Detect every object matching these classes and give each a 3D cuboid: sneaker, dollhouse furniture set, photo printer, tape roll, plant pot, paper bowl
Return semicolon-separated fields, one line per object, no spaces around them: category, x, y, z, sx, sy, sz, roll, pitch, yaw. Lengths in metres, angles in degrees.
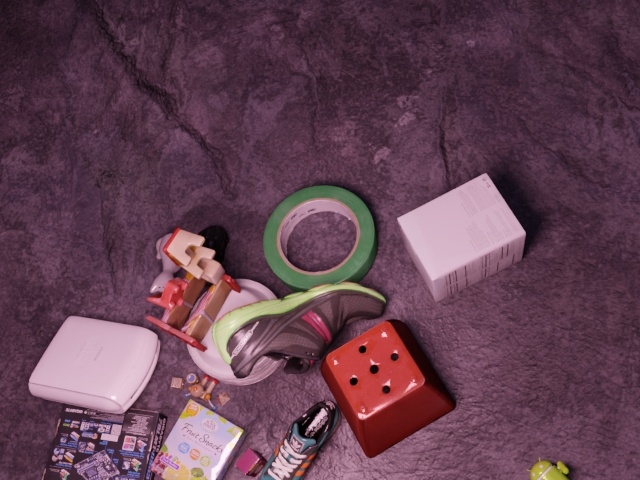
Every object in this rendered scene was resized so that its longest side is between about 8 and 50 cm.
sneaker;-0.044;0.234;1.842;0.482;0.185;0.202;-13;81;-26
dollhouse furniture set;-0.344;0.116;1.750;0.152;0.374;0.201;25;73;18
sneaker;-0.064;0.528;1.807;0.108;0.121;0.302;32;79;22
photo printer;-0.613;0.344;1.988;0.307;0.107;0.256;7;48;16
tape roll;0.000;0.000;2.040;0.321;0.077;0.321;-5;65;12
plant pot;0.150;0.346;1.772;0.267;0.236;0.267;-31;65;-1
paper bowl;-0.232;0.242;1.955;0.284;0.148;0.284;-5;67;12

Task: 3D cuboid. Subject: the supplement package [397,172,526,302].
supplement package;0.371;-0.002;1.889;0.262;0.198;0.199;-27;65;0

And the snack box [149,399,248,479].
snack box;-0.318;0.552;1.879;0.174;0.070;0.207;25;74;16

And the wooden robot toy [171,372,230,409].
wooden robot toy;-0.333;0.400;1.948;0.173;0.079;0.076;19;73;19

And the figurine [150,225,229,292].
figurine;-0.380;0.068;2.053;0.214;0.092;0.209;-10;42;10

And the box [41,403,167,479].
box;-0.589;0.597;1.927;0.295;0.073;0.293;3;69;13

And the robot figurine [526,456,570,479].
robot figurine;0.544;0.567;1.679;0.101;0.067;0.115;-48;65;4

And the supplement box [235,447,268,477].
supplement box;-0.176;0.571;1.835;0.043;0.083;0.055;40;82;25
